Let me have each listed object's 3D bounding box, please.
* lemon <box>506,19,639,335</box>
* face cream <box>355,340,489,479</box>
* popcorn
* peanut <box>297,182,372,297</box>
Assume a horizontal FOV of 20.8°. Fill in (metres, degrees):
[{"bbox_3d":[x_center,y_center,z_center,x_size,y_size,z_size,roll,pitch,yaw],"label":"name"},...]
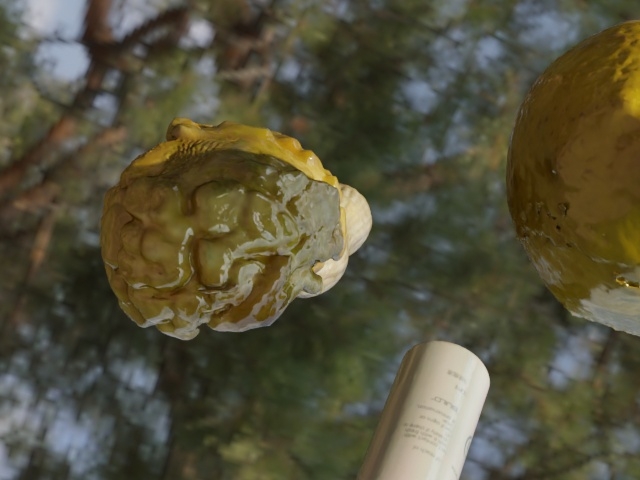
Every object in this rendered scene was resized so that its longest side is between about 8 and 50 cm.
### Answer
[{"bbox_3d":[0.270,-0.049,1.369,0.310,0.254,0.253,68,44,-89],"label":"lemon"},{"bbox_3d":[0.075,0.227,1.584,0.092,0.092,0.311,-33,-158,41],"label":"face cream"},{"bbox_3d":[-0.101,-0.011,1.662,0.250,0.250,0.190,48,-47,53],"label":"popcorn"},{"bbox_3d":[0.000,0.000,1.916,0.087,0.087,0.206,-45,-177,31],"label":"peanut"}]
